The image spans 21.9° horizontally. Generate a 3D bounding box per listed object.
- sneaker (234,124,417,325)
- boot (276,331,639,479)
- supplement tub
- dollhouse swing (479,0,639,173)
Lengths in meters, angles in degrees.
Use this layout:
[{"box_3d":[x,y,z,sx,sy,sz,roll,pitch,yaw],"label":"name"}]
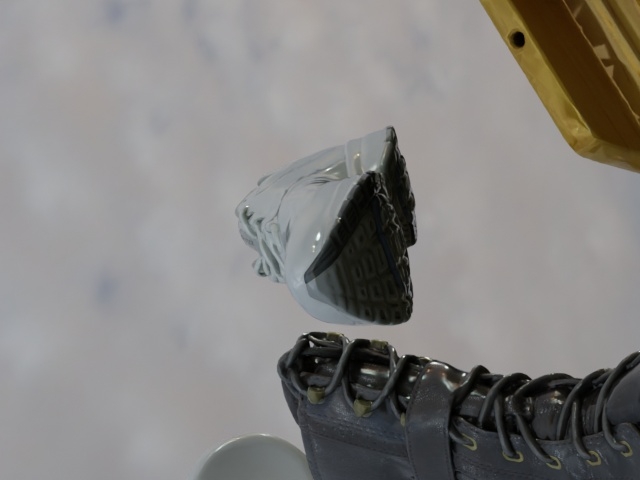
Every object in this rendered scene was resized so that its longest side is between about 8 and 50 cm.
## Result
[{"box_3d":[0.000,0.000,1.189,0.297,0.129,0.111,-67,-36,-76],"label":"sneaker"},{"box_3d":[0.086,0.078,0.695,0.263,0.229,0.091,80,-149,-45],"label":"boot"},{"box_3d":[-0.072,0.295,1.685,0.200,0.144,0.144,100,167,-62],"label":"supplement tub"},{"box_3d":[0.271,-0.231,1.366,0.305,0.347,0.315,-19,-104,-52],"label":"dollhouse swing"}]
